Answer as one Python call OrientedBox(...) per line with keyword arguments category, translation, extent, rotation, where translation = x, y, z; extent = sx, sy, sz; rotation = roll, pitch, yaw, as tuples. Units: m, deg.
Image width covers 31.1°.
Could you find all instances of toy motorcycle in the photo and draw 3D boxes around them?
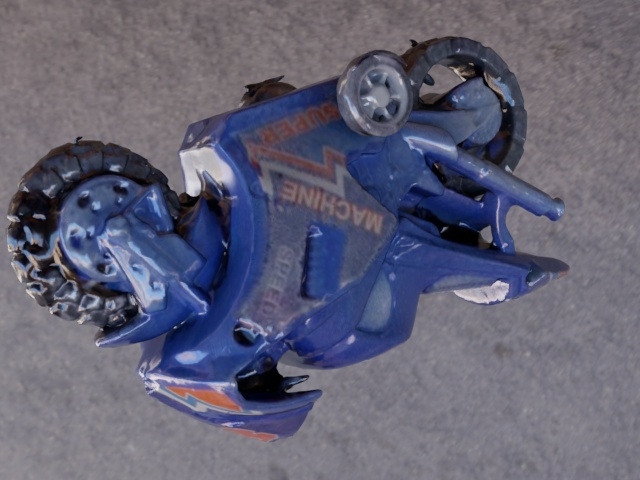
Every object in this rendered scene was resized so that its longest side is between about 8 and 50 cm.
OrientedBox(category="toy motorcycle", translation=(0.000, 0.000, 0.388), extent=(0.076, 0.205, 0.114), rotation=(-4, 105, 57))
